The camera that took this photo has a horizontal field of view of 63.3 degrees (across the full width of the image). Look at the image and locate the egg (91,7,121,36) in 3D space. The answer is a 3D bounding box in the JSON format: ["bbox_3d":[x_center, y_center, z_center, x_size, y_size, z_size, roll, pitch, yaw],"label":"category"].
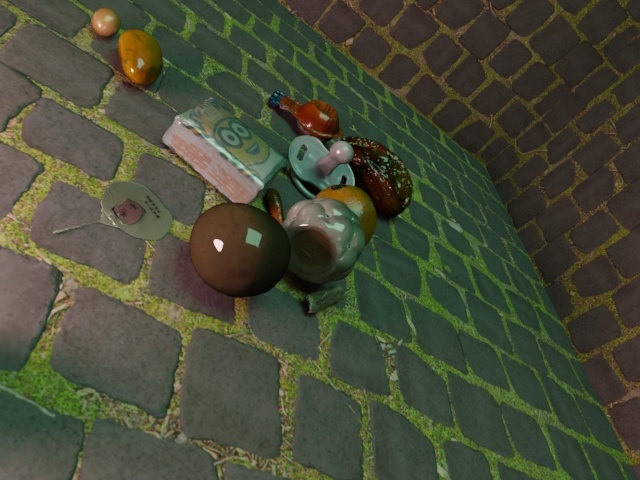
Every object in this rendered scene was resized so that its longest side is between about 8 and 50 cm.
[{"bbox_3d":[-0.653,-0.660,1.576,0.080,0.080,0.096,39,40,-11],"label":"egg"}]

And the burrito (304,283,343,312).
[{"bbox_3d":[0.010,0.161,1.441,0.171,0.042,0.051,-14,94,-51],"label":"burrito"}]

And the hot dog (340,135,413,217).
[{"bbox_3d":[0.221,-0.274,2.101,0.387,0.174,0.267,48,32,2],"label":"hot dog"}]

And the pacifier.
[{"bbox_3d":[0.025,-0.263,1.805,0.287,0.226,0.238,36,50,-14],"label":"pacifier"}]

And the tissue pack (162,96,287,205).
[{"bbox_3d":[-0.271,-0.260,1.523,0.311,0.128,0.228,40,30,-7],"label":"tissue pack"}]

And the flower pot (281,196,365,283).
[{"bbox_3d":[0.000,0.000,1.432,0.246,0.246,0.195,46,22,0],"label":"flower pot"}]

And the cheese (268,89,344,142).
[{"bbox_3d":[-0.051,-0.504,2.094,0.329,0.129,0.217,27,36,-8],"label":"cheese"}]

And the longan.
[{"bbox_3d":[-0.182,0.018,1.208,0.248,0.248,0.248,31,33,-23],"label":"longan"}]

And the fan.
[{"bbox_3d":[-0.458,-0.055,1.156,0.182,0.010,0.310,49,30,5],"label":"fan"}]

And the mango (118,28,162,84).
[{"bbox_3d":[-0.541,-0.546,1.551,0.147,0.109,0.227,54,20,-39],"label":"mango"}]

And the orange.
[{"bbox_3d":[0.067,-0.069,1.623,0.236,0.236,0.236,31,33,-23],"label":"orange"}]

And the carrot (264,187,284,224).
[{"bbox_3d":[-0.129,-0.068,1.554,0.048,0.048,0.216,16,46,-41],"label":"carrot"}]
